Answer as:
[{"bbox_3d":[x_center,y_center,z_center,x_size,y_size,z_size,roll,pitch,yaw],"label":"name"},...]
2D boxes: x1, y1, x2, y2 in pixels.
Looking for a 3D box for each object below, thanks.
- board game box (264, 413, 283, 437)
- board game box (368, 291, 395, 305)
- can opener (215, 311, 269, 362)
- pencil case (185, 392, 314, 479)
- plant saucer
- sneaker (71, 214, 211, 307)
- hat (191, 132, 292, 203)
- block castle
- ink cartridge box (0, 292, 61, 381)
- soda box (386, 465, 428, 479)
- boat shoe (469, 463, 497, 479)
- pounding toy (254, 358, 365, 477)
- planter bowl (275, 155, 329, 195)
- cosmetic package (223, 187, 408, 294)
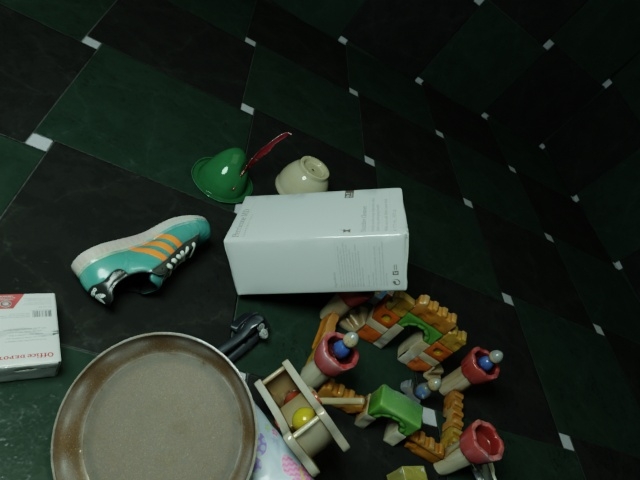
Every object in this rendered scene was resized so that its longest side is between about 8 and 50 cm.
[{"bbox_3d":[-0.116,0.405,0.895,0.126,0.026,0.186,24,40,-17],"label":"board game box"},{"bbox_3d":[0.162,0.096,1.422,0.160,0.039,0.211,27,38,-14],"label":"board game box"},{"bbox_3d":[-0.172,0.215,1.032,0.186,0.073,0.059,-44,123,-49],"label":"can opener"},{"bbox_3d":[-0.112,0.363,0.823,0.273,0.113,0.124,48,22,11],"label":"pencil case"},{"bbox_3d":[-0.247,0.299,0.759,0.311,0.050,0.310,-1,74,2],"label":"plant saucer"},{"bbox_3d":[-0.339,0.045,1.025,0.302,0.108,0.121,-27,71,-41],"label":"sneaker"},{"bbox_3d":[-0.223,-0.227,1.323,0.173,0.183,0.208,35,38,-4],"label":"hat"},{"bbox_3d":[0.200,0.283,1.122,0.453,0.213,0.303,33,38,-7],"label":"block castle"},{"bbox_3d":[-0.491,0.159,0.818,0.099,0.056,0.135,3,49,-36],"label":"ink cartridge box"},{"bbox_3d":[0.189,0.544,0.972,0.061,0.058,0.181,14,43,-28],"label":"soda box"},{"bbox_3d":[0.369,0.565,1.112,0.065,0.075,0.206,-12,53,7],"label":"boat shoe"},{"bbox_3d":[-0.014,0.286,0.901,0.155,0.269,0.154,-35,96,-11],"label":"pounding toy"},{"bbox_3d":[-0.041,-0.183,1.487,0.162,0.109,0.162,21,41,-20],"label":"planter bowl"},{"bbox_3d":[0.000,0.000,1.130,0.385,0.156,0.217,-2,32,6],"label":"cosmetic package"}]
